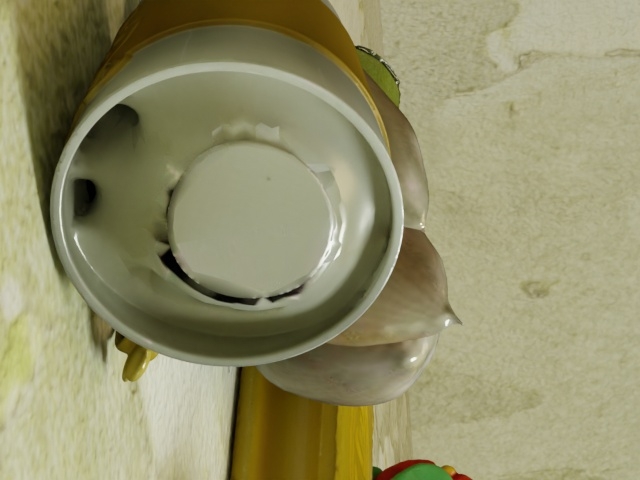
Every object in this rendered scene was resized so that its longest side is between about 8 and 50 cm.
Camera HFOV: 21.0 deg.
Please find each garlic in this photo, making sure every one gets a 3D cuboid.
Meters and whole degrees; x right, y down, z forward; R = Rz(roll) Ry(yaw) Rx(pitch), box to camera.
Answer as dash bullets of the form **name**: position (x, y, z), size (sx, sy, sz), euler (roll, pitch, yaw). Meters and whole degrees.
- **garlic**: position (0.001, -0.001, 1.335), size (0.325, 0.132, 0.279), euler (-111, -164, -45)

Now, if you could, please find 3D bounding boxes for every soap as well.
- **soap**: position (-0.011, 0.206, 1.472), size (0.204, 0.096, 0.324), euler (78, 11, -47)

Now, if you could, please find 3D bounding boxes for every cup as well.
- **cup**: position (-0.064, -0.037, 0.999), size (0.241, 0.185, 0.226), euler (-59, -164, 26)

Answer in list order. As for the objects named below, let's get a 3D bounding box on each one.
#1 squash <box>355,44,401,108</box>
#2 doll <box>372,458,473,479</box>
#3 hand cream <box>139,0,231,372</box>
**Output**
- **squash**: position (0.004, -0.078, 1.625), size (0.247, 0.133, 0.132), euler (-79, 164, -55)
- **doll**: position (0.069, 0.361, 1.668), size (0.160, 0.183, 0.363), euler (-26, 148, -46)
- **hand cream**: position (-0.074, -0.046, 1.222), size (0.312, 0.070, 0.111), euler (85, -3, -46)
